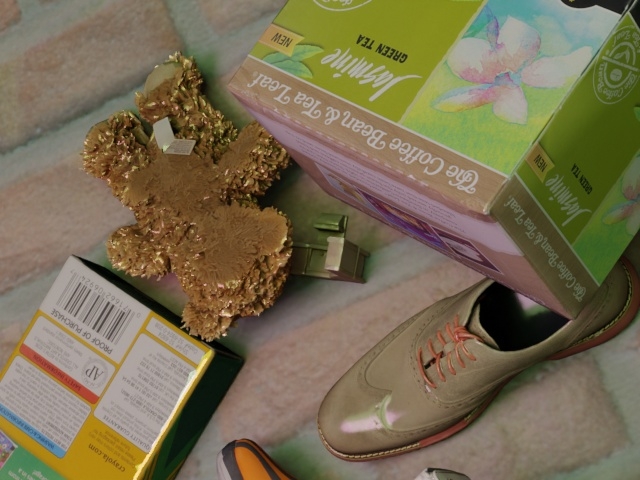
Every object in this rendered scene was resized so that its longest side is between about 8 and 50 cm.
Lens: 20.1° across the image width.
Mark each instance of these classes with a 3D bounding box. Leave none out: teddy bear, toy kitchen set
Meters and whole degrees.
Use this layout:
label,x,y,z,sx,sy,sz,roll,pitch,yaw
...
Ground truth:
label,x,y,z,sx,sy,sz,roll,pitch,yaw
teddy bear,-0.125,-0.047,1.863,0.338,0.113,0.245,33,82,36
toy kitchen set,0.000,0.000,1.820,0.083,0.075,0.068,6,81,23

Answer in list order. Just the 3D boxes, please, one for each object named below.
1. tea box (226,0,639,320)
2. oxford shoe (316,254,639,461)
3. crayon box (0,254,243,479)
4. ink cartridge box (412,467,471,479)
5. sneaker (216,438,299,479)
label,x,y,z,sx,sy,sz,roll,pitch,yaw
tea box,0.158,-0.158,1.646,0.329,0.220,0.324,27,79,39
oxford shoe,0.131,0.097,1.718,0.348,0.130,0.123,-33,69,12
crayon box,-0.251,0.205,1.873,0.203,0.083,0.323,32,91,24
ink cartridge box,0.081,0.327,1.582,0.218,0.092,0.158,-46,63,15
sneaker,0.050,0.286,1.732,0.180,0.124,0.321,-41,79,5
